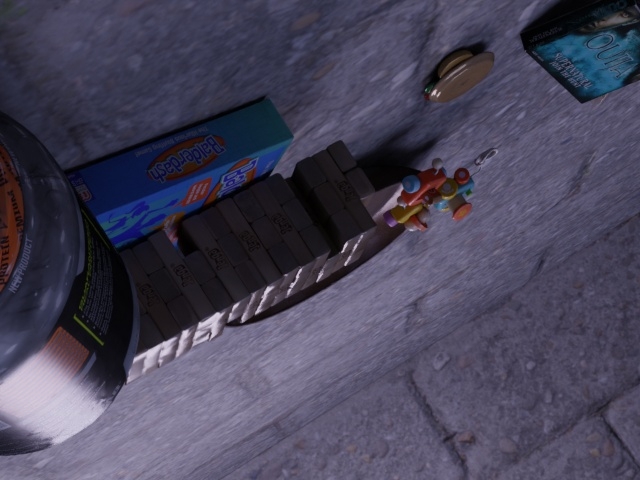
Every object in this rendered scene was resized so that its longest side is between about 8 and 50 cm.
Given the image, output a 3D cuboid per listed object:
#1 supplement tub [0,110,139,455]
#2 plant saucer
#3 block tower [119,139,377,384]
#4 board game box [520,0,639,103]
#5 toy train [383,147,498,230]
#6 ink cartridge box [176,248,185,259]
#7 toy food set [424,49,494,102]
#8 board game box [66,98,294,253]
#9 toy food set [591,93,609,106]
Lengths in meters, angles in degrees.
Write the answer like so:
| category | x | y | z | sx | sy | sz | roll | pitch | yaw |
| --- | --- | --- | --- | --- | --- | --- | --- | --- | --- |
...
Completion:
| category | x | y | z | sx | sy | sz | roll | pitch | yaw |
| --- | --- | --- | --- | --- | --- | --- | --- | --- | --- |
| supplement tub | -0.231 | 0.027 | 0.836 | 0.193 | 0.193 | 0.316 | -31 | 166 | -7 |
| plant saucer | 0.000 | 0.000 | 1.564 | 0.310 | 0.050 | 0.310 | -32 | 166 | -9 |
| block tower | -0.103 | 0.033 | 1.157 | 0.335 | 0.091 | 0.097 | -29 | 166 | -19 |
| board game box | 0.310 | -0.209 | 1.437 | 0.126 | 0.026 | 0.186 | -21 | 158 | 25 |
| toy train | 0.142 | -0.052 | 1.504 | 0.166 | 0.046 | 0.125 | -18 | 160 | -45 |
| ink cartridge box | -0.129 | 0.011 | 1.283 | 0.181 | 0.061 | 0.104 | -26 | 164 | -30 |
| toy food set | 0.143 | -0.170 | 1.359 | 0.083 | 0.020 | 0.082 | -22 | 163 | -40 |
| board game box | -0.140 | -0.033 | 1.139 | 0.210 | 0.047 | 0.160 | -25 | 165 | -31 |
| toy food set | 0.476 | -0.280 | 1.580 | 0.306 | 0.092 | 0.220 | -29 | 166 | -18 |
